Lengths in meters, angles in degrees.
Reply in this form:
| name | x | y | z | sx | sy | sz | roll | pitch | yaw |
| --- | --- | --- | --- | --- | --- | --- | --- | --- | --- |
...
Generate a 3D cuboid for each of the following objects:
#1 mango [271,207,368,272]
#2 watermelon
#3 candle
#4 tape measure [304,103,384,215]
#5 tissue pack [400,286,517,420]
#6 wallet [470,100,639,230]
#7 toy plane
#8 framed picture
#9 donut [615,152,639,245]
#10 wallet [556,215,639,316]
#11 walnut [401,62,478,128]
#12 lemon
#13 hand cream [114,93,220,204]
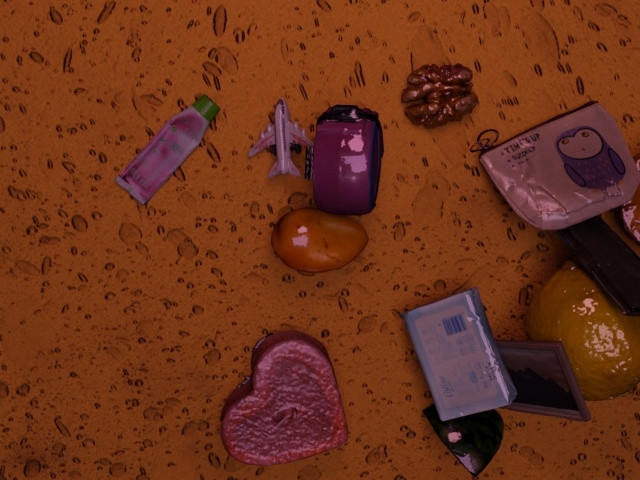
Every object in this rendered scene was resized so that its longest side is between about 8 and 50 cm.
| name | x | y | z | sx | sy | sz | roll | pitch | yaw |
| --- | --- | --- | --- | --- | --- | --- | --- | --- | --- |
| mango | 0.000 | 0.000 | 1.493 | 0.219 | 0.112 | 0.144 | 1 | 93 | -10 |
| watermelon | 0.357 | 0.441 | 1.586 | 0.145 | 0.137 | 0.193 | -38 | 57 | 1 |
| candle | -0.066 | 0.385 | 1.528 | 0.287 | 0.131 | 0.317 | 34 | 94 | -11 |
| tape measure | 0.054 | -0.169 | 1.418 | 0.149 | 0.245 | 0.231 | 6 | 94 | 9 |
| tissue pack | 0.313 | 0.255 | 1.524 | 0.177 | 0.089 | 0.263 | -22 | 87 | 23 |
| wallet | 0.536 | -0.167 | 1.503 | 0.335 | 0.068 | 0.274 | -22 | 71 | -3 |
| toy plane | -0.081 | -0.223 | 1.475 | 0.162 | 0.065 | 0.171 | 0 | 86 | 21 |
| framed picture | 0.462 | 0.307 | 1.512 | 0.018 | 0.265 | 0.192 | -31 | 100 | -31 |
| donut | 0.806 | -0.095 | 1.562 | 0.278 | 0.108 | 0.277 | -1 | 96 | -5 |
| wallet | 0.631 | 0.045 | 1.460 | 0.169 | 0.317 | 0.044 | 4 | 129 | -26 |
| walnut | 0.267 | -0.327 | 1.502 | 0.170 | 0.069 | 0.142 | -16 | 100 | -1 |
| lemon | 0.593 | 0.205 | 1.506 | 0.268 | 0.268 | 0.321 | -25 | 82 | -2 |
| hand cream | -0.327 | -0.202 | 1.474 | 0.275 | 0.050 | 0.079 | -46 | 74 | 6 |
